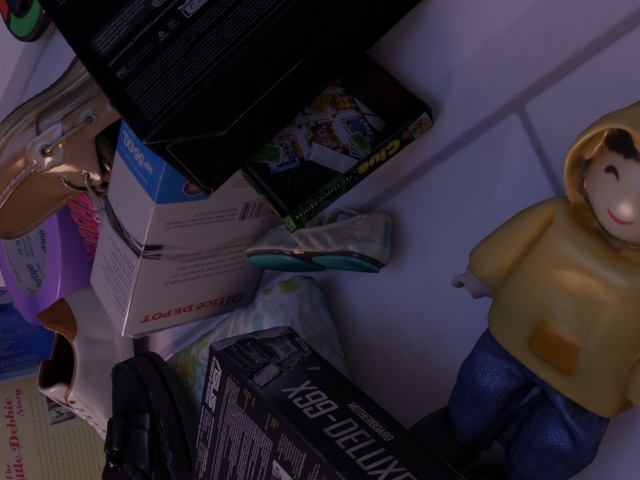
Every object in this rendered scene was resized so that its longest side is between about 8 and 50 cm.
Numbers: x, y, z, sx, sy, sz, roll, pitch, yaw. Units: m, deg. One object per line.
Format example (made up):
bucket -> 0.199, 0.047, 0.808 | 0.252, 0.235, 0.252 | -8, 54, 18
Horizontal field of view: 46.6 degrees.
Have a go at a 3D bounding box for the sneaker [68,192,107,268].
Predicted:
sneaker -> -0.255, -0.010, 0.928 | 0.063, 0.075, 0.170 | 17, 134, 29

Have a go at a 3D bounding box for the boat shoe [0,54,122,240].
boat shoe -> -0.245, -0.102, 0.781 | 0.341, 0.121, 0.110 | -42, 76, 20

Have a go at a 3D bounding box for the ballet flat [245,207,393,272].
ballet flat -> 0.000, 0.000, 0.638 | 0.168, 0.057, 0.052 | 0, 70, 47

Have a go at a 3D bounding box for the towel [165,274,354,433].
towel -> -0.068, 0.247, 0.732 | 0.374, 0.090, 0.321 | -36, 71, 47

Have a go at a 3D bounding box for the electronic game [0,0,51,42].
electronic game -> -0.423, -0.399, 1.053 | 0.229, 0.048, 0.229 | 14, 109, 48

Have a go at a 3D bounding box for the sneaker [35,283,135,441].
sneaker -> -0.296, 0.196, 0.953 | 0.106, 0.123, 0.290 | 19, 123, 47

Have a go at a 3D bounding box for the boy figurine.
boy figurine -> 0.151, 0.050, 0.427 | 0.177, 0.092, 0.285 | 49, 135, 35

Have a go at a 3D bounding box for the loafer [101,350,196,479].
loafer -> -0.166, 0.261, 0.713 | 0.109, 0.095, 0.303 | -23, 78, 50

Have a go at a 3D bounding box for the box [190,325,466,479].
box -> -0.011, 0.255, 0.537 | 0.242, 0.076, 0.308 | 33, 120, 43

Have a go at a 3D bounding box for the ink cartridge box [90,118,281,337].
ink cartridge box -> -0.117, -0.022, 0.685 | 0.086, 0.148, 0.203 | 48, 130, 31

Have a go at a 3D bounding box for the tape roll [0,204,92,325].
tape roll -> -0.380, -0.022, 1.049 | 0.274, 0.090, 0.275 | 15, 110, 48

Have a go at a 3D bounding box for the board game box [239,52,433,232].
board game box -> -0.042, -0.131, 0.600 | 0.260, 0.136, 0.030 | 50, 176, 33

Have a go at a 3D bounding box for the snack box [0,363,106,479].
snack box -> -0.356, 0.328, 1.017 | 0.060, 0.187, 0.322 | -6, 93, 51

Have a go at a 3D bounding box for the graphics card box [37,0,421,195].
graphics card box -> -0.113, -0.238, 0.593 | 0.233, 0.094, 0.371 | -43, 57, 2

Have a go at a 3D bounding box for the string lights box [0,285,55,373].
string lights box -> -0.477, 0.185, 1.173 | 0.260, 0.133, 0.077 | 49, 132, 33
